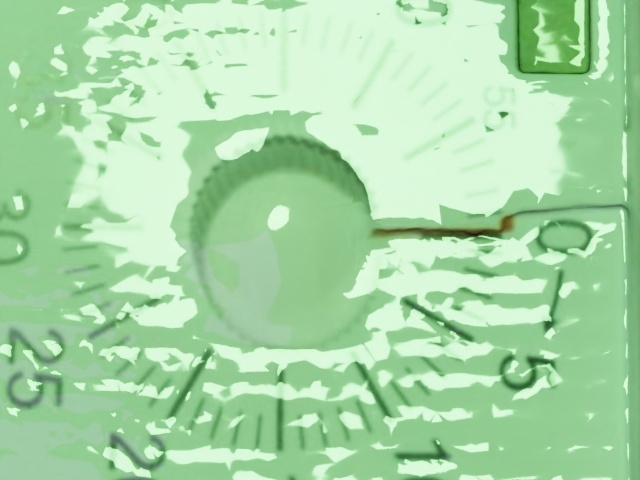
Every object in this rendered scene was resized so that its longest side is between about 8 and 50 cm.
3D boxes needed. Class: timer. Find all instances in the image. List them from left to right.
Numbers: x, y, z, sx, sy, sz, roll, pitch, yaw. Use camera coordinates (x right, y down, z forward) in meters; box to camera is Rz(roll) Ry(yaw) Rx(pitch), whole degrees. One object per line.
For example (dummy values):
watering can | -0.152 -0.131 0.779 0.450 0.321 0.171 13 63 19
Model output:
timer | 0.000 0.000 0.449 0.250 0.161 0.257 -1 84 17
